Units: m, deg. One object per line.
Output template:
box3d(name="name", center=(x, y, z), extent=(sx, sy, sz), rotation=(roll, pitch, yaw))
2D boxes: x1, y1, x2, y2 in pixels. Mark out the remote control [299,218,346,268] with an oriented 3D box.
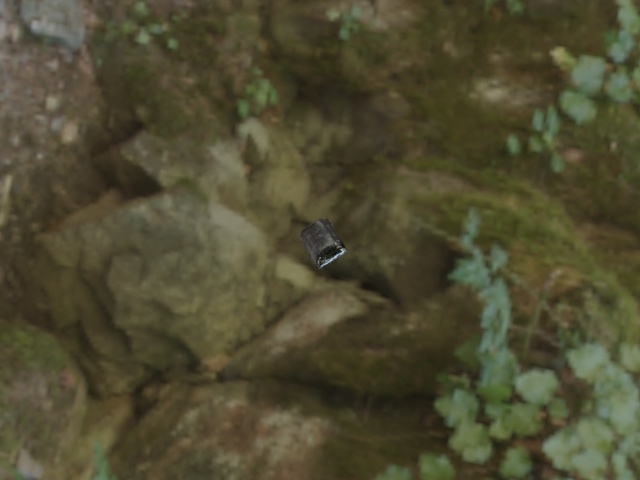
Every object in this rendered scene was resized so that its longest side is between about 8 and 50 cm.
box3d(name="remote control", center=(0.000, 0.000, 1.424), extent=(0.014, 0.039, 0.096), rotation=(57, 2, -23))
